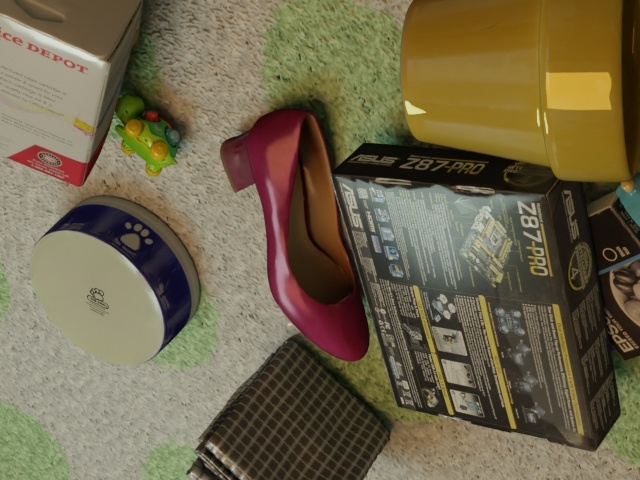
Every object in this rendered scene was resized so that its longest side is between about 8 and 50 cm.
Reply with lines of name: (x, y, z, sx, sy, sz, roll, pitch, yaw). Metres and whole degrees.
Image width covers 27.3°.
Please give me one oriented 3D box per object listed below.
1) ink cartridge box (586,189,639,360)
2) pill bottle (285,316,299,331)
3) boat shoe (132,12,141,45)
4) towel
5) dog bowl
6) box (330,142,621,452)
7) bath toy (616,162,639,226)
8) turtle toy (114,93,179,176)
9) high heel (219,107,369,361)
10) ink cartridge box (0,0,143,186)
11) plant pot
ink cartridge box: (0.363, 0.055, 1.668, 0.206, 0.045, 0.208, 50, 144, -7)
pill bottle: (-0.013, 0.115, 1.982, 0.083, 0.043, 0.043, -13, 115, 39)
boat shoe: (-0.406, -0.354, 1.832, 0.341, 0.122, 0.110, 22, 131, 16)
towel: (-0.042, 0.311, 1.980, 0.235, 0.284, 0.121, 44, 133, -4)
dog bowl: (-0.330, 0.067, 2.109, 0.264, 0.104, 0.265, 17, 130, 21)
box: (0.203, 0.071, 1.710, 0.318, 0.097, 0.395, 9, 128, 38)
bath toy: (0.472, -0.144, 1.424, 0.348, 0.129, 0.151, -48, 55, 40)
turtle toy: (-0.254, -0.158, 1.918, 0.130, 0.066, 0.095, 43, 158, 1)
high heel: (0.000, 0.000, 1.823, 0.181, 0.127, 0.377, -16, 109, 51)
ink cartridge box: (-0.383, -0.234, 1.776, 0.226, 0.131, 0.306, 24, 144, -5)
plant pot: (0.222, -0.190, 1.433, 0.238, 0.254, 0.254, 1, 123, 20)
